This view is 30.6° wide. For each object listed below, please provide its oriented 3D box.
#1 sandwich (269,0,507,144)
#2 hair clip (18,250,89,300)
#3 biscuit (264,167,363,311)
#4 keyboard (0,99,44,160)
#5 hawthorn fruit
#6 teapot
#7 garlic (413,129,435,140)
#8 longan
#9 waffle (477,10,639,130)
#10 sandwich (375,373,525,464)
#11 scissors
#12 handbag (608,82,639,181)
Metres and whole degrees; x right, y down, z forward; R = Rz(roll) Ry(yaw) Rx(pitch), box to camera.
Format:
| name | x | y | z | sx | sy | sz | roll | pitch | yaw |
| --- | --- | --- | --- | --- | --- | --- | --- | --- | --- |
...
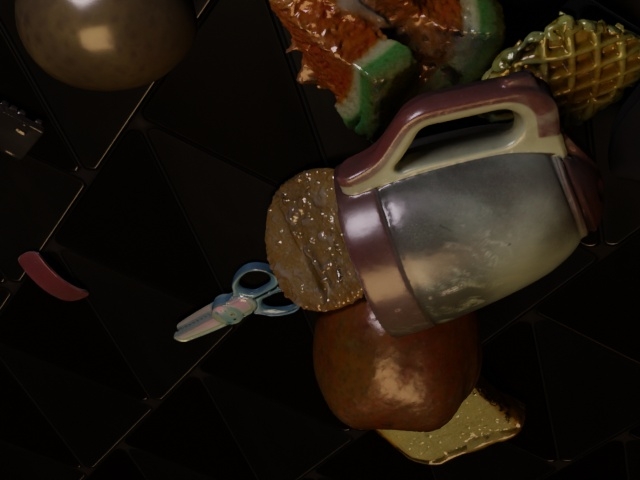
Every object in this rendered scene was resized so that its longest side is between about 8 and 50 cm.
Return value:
| name | x | y | z | sx | sy | sz | roll | pitch | yaw |
| --- | --- | --- | --- | --- | --- | --- | --- | --- | --- |
| sandwich | 0.063 | -0.238 | 1.413 | 0.301 | 0.162 | 0.250 | 32 | 131 | -29 |
| hair clip | -0.453 | 0.066 | 1.983 | 0.054 | 0.022 | 0.137 | -18 | 133 | 33 |
| biscuit | 0.001 | 0.000 | 1.696 | 0.220 | 0.219 | 0.033 | -29 | 164 | 37 |
| keyboard | -0.549 | -0.216 | 1.666 | 0.317 | 0.027 | 0.106 | 30 | 140 | -22 |
| hawthorn fruit | 0.119 | 0.135 | 1.768 | 0.268 | 0.267 | 0.300 | 1 | 111 | 10 |
| teapot | 0.182 | -0.062 | 1.434 | 0.312 | 0.233 | 0.315 | -20 | 134 | 9 |
| garlic | 0.137 | -0.086 | 1.622 | 0.159 | 0.102 | 0.147 | 0 | 138 | 11 |
| longan | -0.260 | -0.275 | 1.412 | 0.220 | 0.196 | 0.196 | 9 | 140 | 8 |
| waffle | 0.300 | -0.202 | 1.453 | 0.214 | 0.054 | 0.208 | 12 | 138 | -38 |
| sandwich | 0.204 | 0.287 | 2.056 | 0.226 | 0.087 | 0.251 | -32 | 126 | 23 |
| scissors | -0.152 | 0.115 | 1.972 | 0.256 | 0.030 | 0.125 | -27 | 129 | 32 |
| handbag | 0.546 | -0.149 | 1.389 | 0.342 | 0.152 | 0.288 | 21 | 132 | 6 |
